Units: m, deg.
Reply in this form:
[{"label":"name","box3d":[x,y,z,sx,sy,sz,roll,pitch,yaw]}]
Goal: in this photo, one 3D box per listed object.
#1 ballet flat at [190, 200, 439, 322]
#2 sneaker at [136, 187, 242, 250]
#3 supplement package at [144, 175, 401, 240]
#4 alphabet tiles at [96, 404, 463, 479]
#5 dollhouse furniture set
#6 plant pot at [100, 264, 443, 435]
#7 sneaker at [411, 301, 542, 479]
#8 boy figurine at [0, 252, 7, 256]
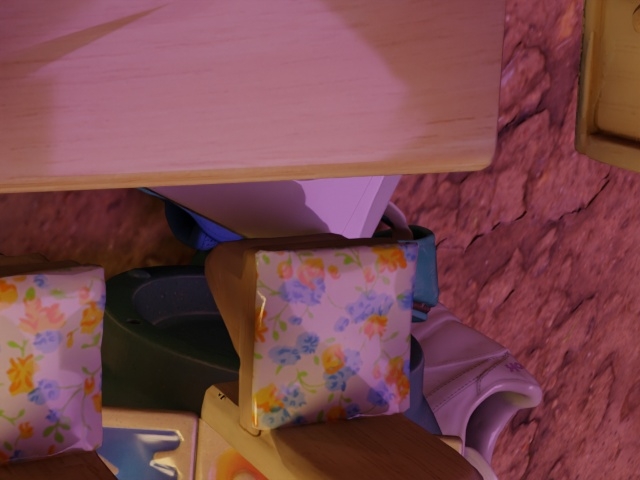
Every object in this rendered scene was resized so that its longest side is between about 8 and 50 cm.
[{"label":"ballet flat","box3d":[0.000,0.000,0.926,0.247,0.083,0.087,14,76,-55]},{"label":"sneaker","box3d":[-0.031,-0.053,0.838,0.240,0.091,0.126,17,108,-44]},{"label":"supplement package","box3d":[-0.053,-0.118,0.638,0.203,0.149,0.194,26,91,-29]},{"label":"alphabet tiles","box3d":[-0.063,0.215,0.621,0.011,0.342,0.285,-74,169,-84]},{"label":"dollhouse furniture set","box3d":[0.058,-0.076,0.471,0.394,0.256,0.362,-4,104,-26]},{"label":"plant pot","box3d":[-0.048,0.129,0.751,0.293,0.293,0.196,-7,114,-51]},{"label":"sneaker","box3d":[0.042,0.189,1.026,0.305,0.152,0.114,-55,147,-9]},{"label":"boy figurine","box3d":[-0.220,0.005,0.598,0.177,0.092,0.285,-58,153,-8]}]
